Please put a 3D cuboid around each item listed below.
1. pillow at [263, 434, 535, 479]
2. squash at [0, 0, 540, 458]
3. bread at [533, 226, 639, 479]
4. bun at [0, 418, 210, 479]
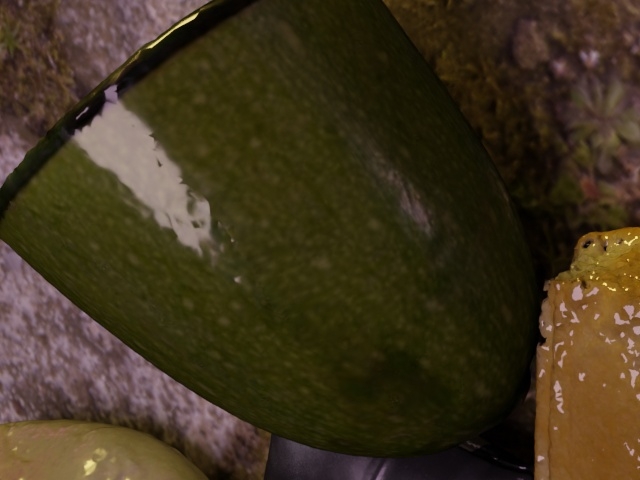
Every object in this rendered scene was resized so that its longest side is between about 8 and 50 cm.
[{"bbox_3d":[0.050,0.185,1.363,0.250,0.106,0.186,28,129,32],"label":"pillow"},{"bbox_3d":[-0.009,0.022,1.227,0.310,0.310,0.309,-40,82,40],"label":"squash"},{"bbox_3d":[0.218,0.117,1.194,0.174,0.121,0.246,15,119,42],"label":"bread"},{"bbox_3d":[-0.220,0.323,1.555,0.361,0.213,0.361,12,111,35],"label":"bun"}]
